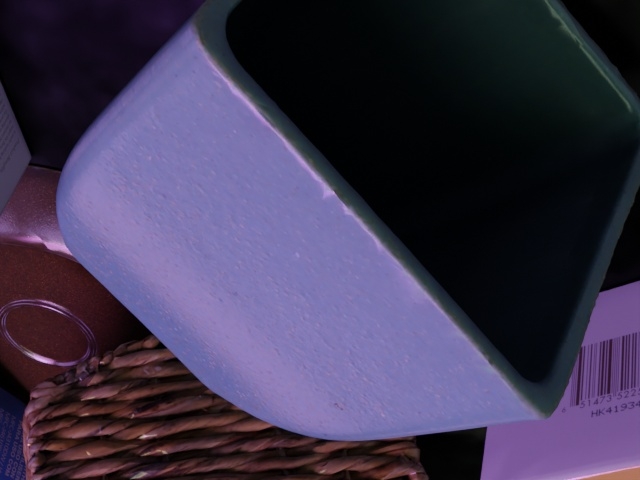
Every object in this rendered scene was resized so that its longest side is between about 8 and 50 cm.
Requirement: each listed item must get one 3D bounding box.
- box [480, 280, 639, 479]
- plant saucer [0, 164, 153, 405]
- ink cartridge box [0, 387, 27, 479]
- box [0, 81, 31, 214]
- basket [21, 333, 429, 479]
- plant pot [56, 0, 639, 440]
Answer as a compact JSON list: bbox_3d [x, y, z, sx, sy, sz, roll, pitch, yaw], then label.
[{"bbox_3d":[0.304,0.199,0.889,0.215,0.168,0.345,-21,126,33],"label":"box"},{"bbox_3d":[-0.225,0.065,0.997,0.310,0.050,0.311,9,138,8],"label":"plant saucer"},{"bbox_3d":[-0.393,0.208,1.068,0.269,0.151,0.395,-3,146,28],"label":"ink cartridge box"},{"bbox_3d":[-0.300,-0.093,0.820,0.130,0.091,0.171,3,136,13],"label":"box"},{"bbox_3d":[-0.084,0.198,0.937,0.299,0.214,0.223,-6,154,-12],"label":"basket"},{"bbox_3d":[-0.005,-0.036,0.670,0.247,0.248,0.252,47,136,-16],"label":"plant pot"}]
